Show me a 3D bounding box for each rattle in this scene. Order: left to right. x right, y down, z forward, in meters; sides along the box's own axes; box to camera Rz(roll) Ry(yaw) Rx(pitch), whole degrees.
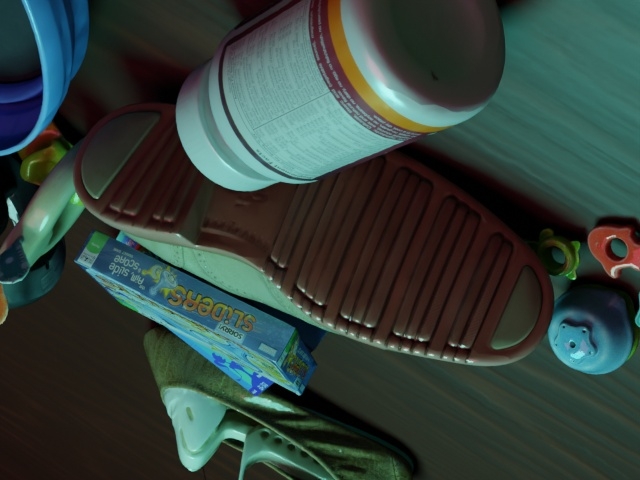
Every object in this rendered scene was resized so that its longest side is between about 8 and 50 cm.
[{"bbox_3d":[-0.278,-0.041,1.003,0.143,0.199,0.130,45,146,-15],"label":"rattle"}]

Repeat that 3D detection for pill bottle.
[{"bbox_3d":[0.003,-0.105,0.740,0.121,0.121,0.221,47,146,-18],"label":"pill bottle"}]

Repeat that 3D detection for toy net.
[{"bbox_3d":[0.256,0.044,0.781,0.232,0.045,0.122,1,105,38],"label":"toy net"}]

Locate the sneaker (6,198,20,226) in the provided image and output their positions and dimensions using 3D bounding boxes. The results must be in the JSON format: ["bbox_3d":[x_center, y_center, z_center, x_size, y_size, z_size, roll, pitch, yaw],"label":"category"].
[{"bbox_3d":[-0.303,-0.010,1.213,0.044,0.040,0.109,22,145,17],"label":"sneaker"}]

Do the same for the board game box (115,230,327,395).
[{"bbox_3d":[-0.107,0.052,1.106,0.210,0.047,0.160,39,147,-3],"label":"board game box"}]

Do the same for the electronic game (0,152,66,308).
[{"bbox_3d":[-0.334,-0.034,1.061,0.229,0.229,0.048,44,116,-13],"label":"electronic game"}]

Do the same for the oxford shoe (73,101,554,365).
[{"bbox_3d":[0.000,0.000,0.901,0.397,0.140,0.146,24,167,23],"label":"oxford shoe"}]

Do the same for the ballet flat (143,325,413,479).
[{"bbox_3d":[-0.069,0.212,1.205,0.342,0.124,0.116,29,146,10],"label":"ballet flat"}]

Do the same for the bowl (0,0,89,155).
[{"bbox_3d":[-0.346,-0.235,0.874,0.391,0.077,0.391,24,145,18],"label":"bowl"}]

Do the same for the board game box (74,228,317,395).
[{"bbox_3d":[-0.106,0.065,1.006,0.201,0.035,0.136,25,166,16],"label":"board game box"}]
